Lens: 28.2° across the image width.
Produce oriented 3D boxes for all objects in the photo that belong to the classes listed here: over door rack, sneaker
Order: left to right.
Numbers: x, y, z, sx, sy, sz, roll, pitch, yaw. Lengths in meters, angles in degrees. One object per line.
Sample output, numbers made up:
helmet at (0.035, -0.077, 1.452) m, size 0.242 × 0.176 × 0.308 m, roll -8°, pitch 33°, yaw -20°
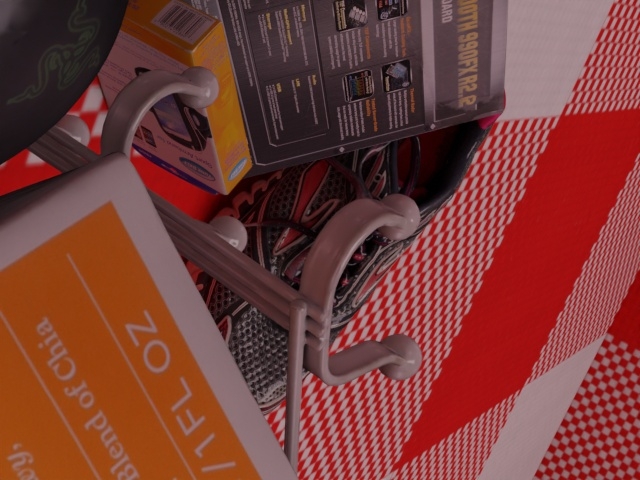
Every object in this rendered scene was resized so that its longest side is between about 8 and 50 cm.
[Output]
over door rack at (-0.081, 0.050, 0.624) m, size 0.108 × 0.239 × 0.324 m, roll -33°, pitch 147°, yaw -42°
sneaker at (0.009, -0.012, 0.855) m, size 0.121 × 0.112 × 0.299 m, roll 30°, pitch 91°, yaw -31°

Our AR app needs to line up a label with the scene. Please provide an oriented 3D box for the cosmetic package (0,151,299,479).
cosmetic package at (-0.203, 0.176, 0.392) m, size 0.453 × 0.161 × 0.230 m, roll -39°, pitch 107°, yaw -42°

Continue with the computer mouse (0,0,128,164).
computer mouse at (-0.149, -0.033, 0.405) m, size 0.272 × 0.072 × 0.188 m, roll -33°, pitch 176°, yaw 28°

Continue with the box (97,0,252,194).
box at (-0.080, -0.078, 0.671) m, size 0.028 × 0.081 × 0.136 m, roll -51°, pitch 157°, yaw -22°

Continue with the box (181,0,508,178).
box at (0.009, -0.135, 0.692) m, size 0.183 × 0.056 × 0.231 m, roll -15°, pitch 149°, yaw -2°
